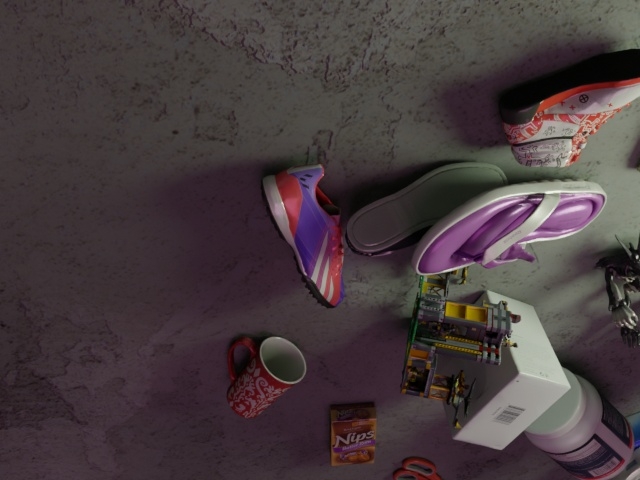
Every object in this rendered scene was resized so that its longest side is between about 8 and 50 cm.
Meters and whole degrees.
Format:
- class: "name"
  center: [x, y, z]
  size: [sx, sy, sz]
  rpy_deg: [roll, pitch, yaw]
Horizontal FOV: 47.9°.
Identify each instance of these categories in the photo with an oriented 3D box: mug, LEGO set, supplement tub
- class: "mug"
  center: [-0.131, 0.285, 1.546]
  size: [0.113, 0.150, 0.169]
  rpy_deg: [-11, 148, -48]
- class: "LEGO set"
  center: [0.272, 0.170, 1.380]
  size: [0.192, 0.255, 0.331]
  rpy_deg: [10, 122, 6]
- class: "supplement tub"
  center: [0.585, 0.425, 1.670]
  size: [0.191, 0.191, 0.272]
  rpy_deg: [-35, 125, 21]

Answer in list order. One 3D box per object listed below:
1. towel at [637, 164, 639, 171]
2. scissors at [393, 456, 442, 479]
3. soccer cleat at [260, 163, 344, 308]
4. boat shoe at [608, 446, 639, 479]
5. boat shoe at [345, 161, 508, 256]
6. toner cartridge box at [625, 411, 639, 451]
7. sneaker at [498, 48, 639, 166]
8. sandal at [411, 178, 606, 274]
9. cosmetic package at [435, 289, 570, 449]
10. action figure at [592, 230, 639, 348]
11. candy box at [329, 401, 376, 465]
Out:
- class: "towel"
  center: [0.638, -0.176, 1.276]
  size: [0.110, 0.027, 0.148]
  rpy_deg: [2, 130, -9]
- class: "scissors"
  center: [0.325, 0.651, 1.940]
  size: [0.297, 0.021, 0.109]
  rpy_deg: [26, 121, -24]
- class: "soccer cleat"
  center: [0.000, 0.000, 1.304]
  size: [0.117, 0.108, 0.318]
  rpy_deg: [-21, 127, 6]
- class: "boat shoe"
  center: [0.779, 0.581, 1.816]
  size: [0.063, 0.066, 0.184]
  rpy_deg: [32, 111, -27]
- class: "boat shoe"
  center: [0.185, -0.055, 1.287]
  size: [0.303, 0.114, 0.091]
  rpy_deg: [-17, 169, -5]
- class: "toner cartridge box"
  center: [0.892, 0.490, 1.837]
  size: [0.348, 0.075, 0.165]
  rpy_deg: [-25, 127, 14]
- class: "sneaker"
  center: [0.438, -0.210, 1.186]
  size: [0.270, 0.090, 0.145]
  rpy_deg: [-17, 131, 12]
- class: "sandal"
  center: [0.350, -0.017, 1.240]
  size: [0.417, 0.102, 0.169]
  rpy_deg: [-17, 140, -23]
- class: "cosmetic package"
  center: [0.359, 0.268, 1.489]
  size: [0.138, 0.224, 0.224]
  rpy_deg: [18, 126, -23]
- class: "action figure"
  center: [0.650, 0.104, 1.443]
  size: [0.164, 0.140, 0.275]
  rpy_deg: [-21, 132, 13]
- class: "candy box"
  center: [0.076, 0.470, 1.741]
  size: [0.109, 0.053, 0.186]
  rpy_deg: [-3, 129, -3]
